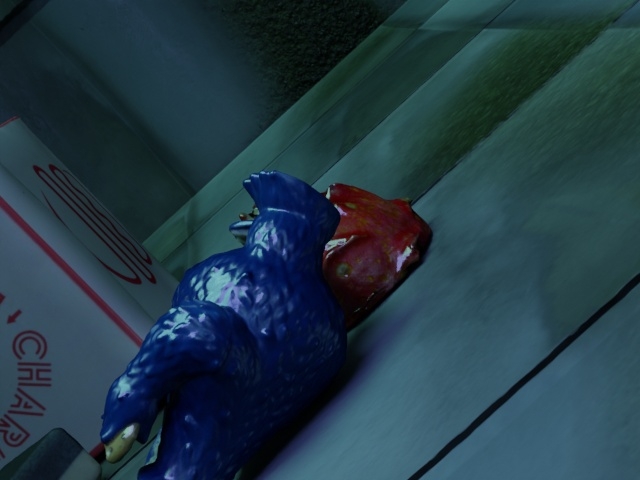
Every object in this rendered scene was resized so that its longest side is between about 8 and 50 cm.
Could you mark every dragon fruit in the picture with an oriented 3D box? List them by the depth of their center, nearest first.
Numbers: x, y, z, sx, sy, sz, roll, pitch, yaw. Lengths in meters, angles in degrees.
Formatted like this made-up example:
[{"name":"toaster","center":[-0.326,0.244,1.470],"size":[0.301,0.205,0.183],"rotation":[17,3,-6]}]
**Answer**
[{"name":"dragon fruit","center":[0.000,0.000,1.010],"size":[0.153,0.111,0.153],"rotation":[-42,13,13]}]

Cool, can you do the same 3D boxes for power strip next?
[{"name":"power strip","center":[-0.283,0.269,1.091],"size":[0.105,0.070,0.257],"rotation":[-38,9,38]}]

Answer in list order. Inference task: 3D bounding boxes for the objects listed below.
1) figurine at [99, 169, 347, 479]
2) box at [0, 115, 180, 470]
[{"name":"figurine","center":[-0.055,0.089,0.859],"size":[0.164,0.120,0.262],"rotation":[62,-129,-75]},{"name":"box","center":[-0.340,0.090,1.349],"size":[0.314,0.312,0.300],"rotation":[-42,10,8]}]
